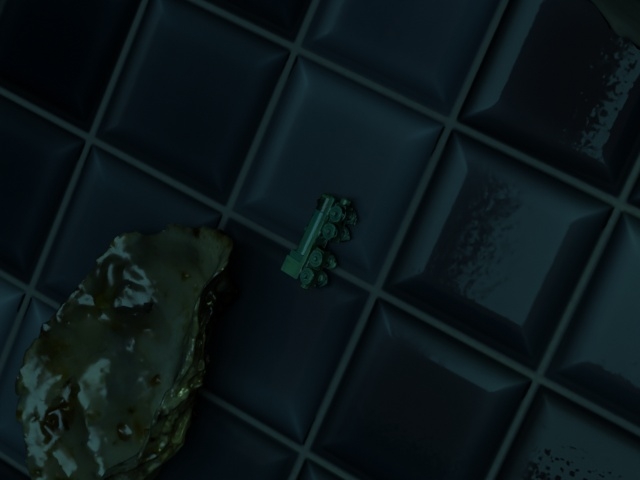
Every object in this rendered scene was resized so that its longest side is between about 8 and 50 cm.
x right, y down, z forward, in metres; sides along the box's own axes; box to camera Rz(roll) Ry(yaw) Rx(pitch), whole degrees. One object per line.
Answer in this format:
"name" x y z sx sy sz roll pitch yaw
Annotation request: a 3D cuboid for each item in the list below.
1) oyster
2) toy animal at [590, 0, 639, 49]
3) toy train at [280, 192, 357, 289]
"oyster" -0.194 0.152 1.476 0.204 0.111 0.396 32 105 38
"toy animal" 0.277 -0.234 1.197 0.208 0.204 0.156 43 94 -3
"toy train" 0.000 0.000 1.413 0.045 0.029 0.092 31 100 36
